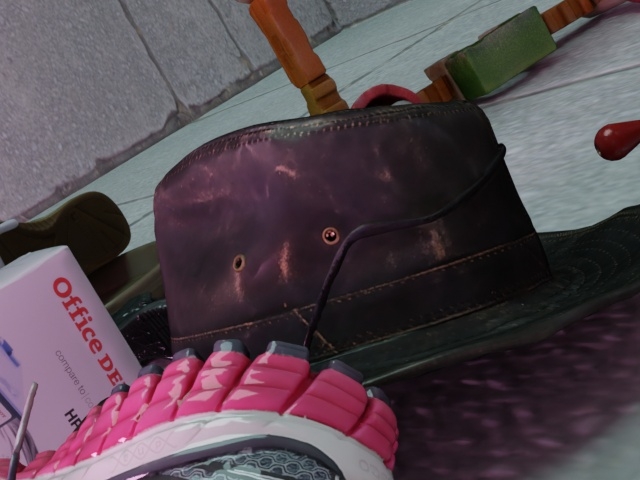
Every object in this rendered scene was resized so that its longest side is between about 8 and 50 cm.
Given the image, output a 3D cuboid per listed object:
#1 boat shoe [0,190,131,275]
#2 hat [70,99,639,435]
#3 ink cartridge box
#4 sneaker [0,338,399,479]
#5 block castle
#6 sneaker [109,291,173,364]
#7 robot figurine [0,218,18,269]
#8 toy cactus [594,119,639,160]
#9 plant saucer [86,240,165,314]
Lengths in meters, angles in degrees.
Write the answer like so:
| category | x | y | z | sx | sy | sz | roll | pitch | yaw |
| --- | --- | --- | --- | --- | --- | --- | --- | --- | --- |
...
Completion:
| category | x | y | z | sx | sy | sz | roll | pitch | yaw |
| --- | --- | --- | --- | --- | --- | --- | --- | --- | --- |
| boat shoe | -0.322 | 0.032 | 1.080 | 0.098 | 0.109 | 0.302 | -28 | 6 | 29 |
| hat | 0.000 | 0.000 | 0.517 | 0.331 | 0.134 | 0.331 | -22 | 4 | 2 |
| ink cartridge box | -0.207 | 0.110 | 0.616 | 0.190 | 0.140 | 0.082 | -38 | 14 | -33 |
| sneaker | -0.106 | 0.139 | 0.368 | 0.299 | 0.121 | 0.112 | -30 | 39 | 28 |
| block castle | 0.149 | -0.299 | 1.075 | 0.453 | 0.303 | 0.213 | -33 | 7 | -16 |
| sneaker | -0.140 | 0.069 | 0.832 | 0.170 | 0.051 | 0.089 | -26 | 17 | 28 |
| robot figurine | -0.349 | 0.097 | 0.696 | 0.199 | 0.300 | 0.353 | 23 | 71 | 24 |
| toy cactus | 0.241 | -0.071 | 0.486 | 0.180 | 0.112 | 0.219 | -21 | 3 | -9 |
| plant saucer | -0.259 | 0.084 | 1.055 | 0.278 | 0.041 | 0.278 | -27 | 14 | 7 |
